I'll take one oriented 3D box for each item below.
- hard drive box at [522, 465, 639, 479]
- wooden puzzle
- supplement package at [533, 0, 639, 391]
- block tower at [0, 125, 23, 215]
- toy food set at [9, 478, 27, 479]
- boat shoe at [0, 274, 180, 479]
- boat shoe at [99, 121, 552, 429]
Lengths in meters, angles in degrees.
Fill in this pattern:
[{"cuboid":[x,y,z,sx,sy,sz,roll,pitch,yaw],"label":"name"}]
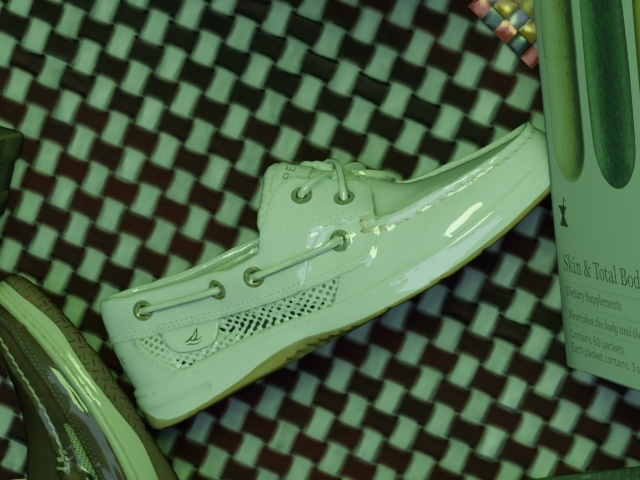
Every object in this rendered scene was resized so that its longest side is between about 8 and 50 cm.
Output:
[{"cuboid":[0.113,0.226,1.020,0.232,0.089,0.181,-8,96,10],"label":"hard drive box"},{"cuboid":[0.115,-0.126,1.011,0.083,0.006,0.049,44,103,1],"label":"wooden puzzle"},{"cuboid":[0.229,-0.069,0.870,0.198,0.199,0.262,-8,97,-17],"label":"supplement package"},{"cuboid":[-0.259,0.091,1.063,0.091,0.097,0.335,16,99,7],"label":"block tower"},{"cuboid":[-0.172,0.181,1.097,0.083,0.020,0.082,25,101,5],"label":"toy food set"},{"cuboid":[-0.128,0.144,1.034,0.095,0.095,0.257,-34,91,-11],"label":"boat shoe"},{"cuboid":[0.000,0.000,1.002,0.277,0.098,0.096,-30,93,13],"label":"boat shoe"}]
